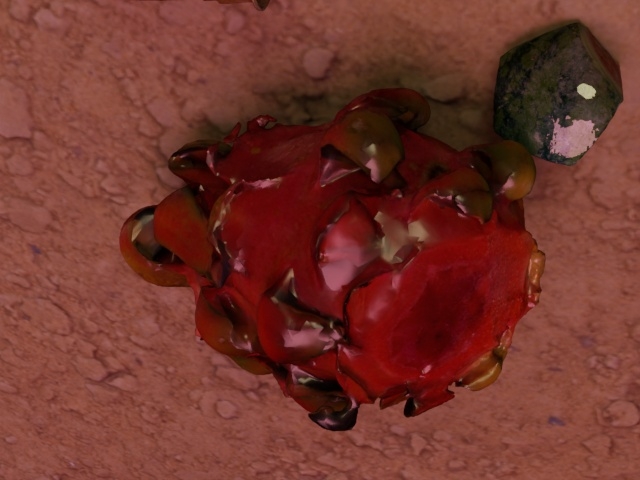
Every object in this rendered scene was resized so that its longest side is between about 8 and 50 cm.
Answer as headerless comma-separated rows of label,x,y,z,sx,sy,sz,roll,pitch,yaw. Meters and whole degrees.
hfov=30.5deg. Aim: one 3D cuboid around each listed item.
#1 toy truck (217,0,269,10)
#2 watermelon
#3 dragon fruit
toy truck,-0.115,-0.282,0.650,0.162,0.136,0.305,3,139,28
watermelon,0.169,-0.095,0.804,0.072,0.092,0.084,-2,164,-41
dragon fruit,0.002,0.004,0.852,0.307,0.243,0.228,0,102,-3
